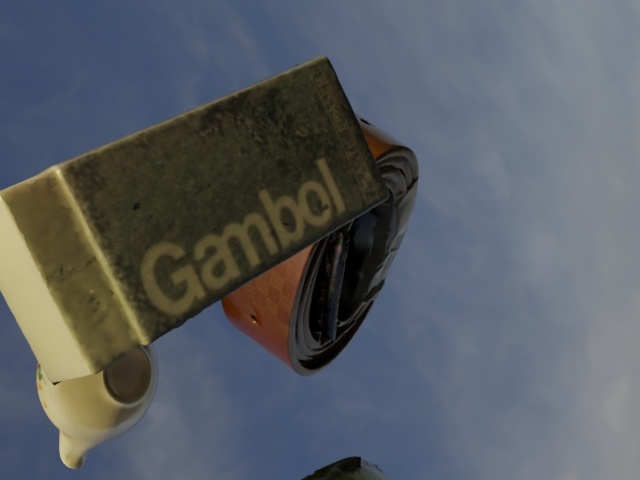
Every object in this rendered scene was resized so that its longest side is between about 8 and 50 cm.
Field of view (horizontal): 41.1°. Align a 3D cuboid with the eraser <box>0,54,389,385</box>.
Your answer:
[{"bbox_3d":[-0.056,-0.019,0.424,0.212,0.046,0.091,-33,-79,-42],"label":"eraser"}]

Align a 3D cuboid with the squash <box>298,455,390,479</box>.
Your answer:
[{"bbox_3d":[0.061,0.340,0.507,0.310,0.309,0.310,-38,-36,-35],"label":"squash"}]

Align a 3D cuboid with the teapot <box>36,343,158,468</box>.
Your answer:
[{"bbox_3d":[-0.239,0.135,0.937,0.145,0.092,0.226,21,-113,-50],"label":"teapot"}]

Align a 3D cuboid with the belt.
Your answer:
[{"bbox_3d":[0.000,0.000,0.761,0.184,0.105,0.261,-41,-29,-33],"label":"belt"}]
